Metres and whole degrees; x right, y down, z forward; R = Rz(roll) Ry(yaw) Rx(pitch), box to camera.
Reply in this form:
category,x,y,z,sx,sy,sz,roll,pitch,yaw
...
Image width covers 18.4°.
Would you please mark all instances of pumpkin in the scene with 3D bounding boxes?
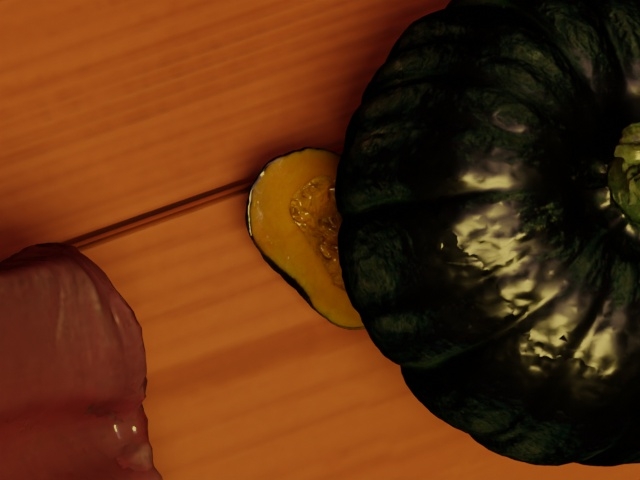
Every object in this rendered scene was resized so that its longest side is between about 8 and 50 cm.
category,x,y,z,sx,sy,sz,roll,pitch,yaw
pumpkin,0.000,-0.001,0.795,0.050,0.028,0.083,-39,107,-11
pumpkin,0.098,-0.010,0.758,0.194,0.150,0.194,-9,102,-46

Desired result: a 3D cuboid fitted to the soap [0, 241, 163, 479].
category,x,y,z,sx,sy,sz,roll,pitch,yaw
soap,-0.177,0.130,0.601,0.128,0.359,0.233,-5,93,26
